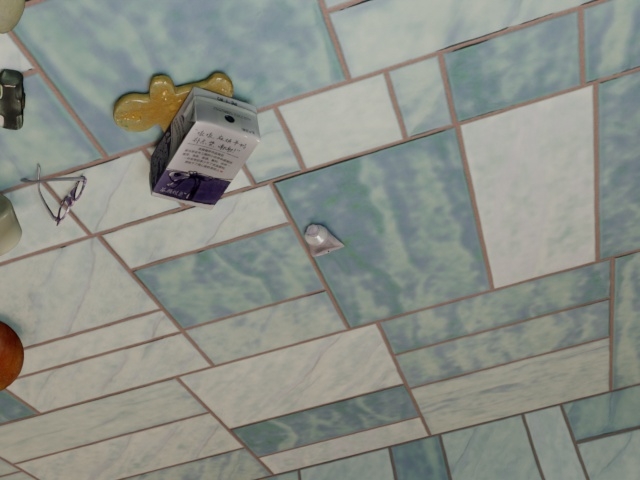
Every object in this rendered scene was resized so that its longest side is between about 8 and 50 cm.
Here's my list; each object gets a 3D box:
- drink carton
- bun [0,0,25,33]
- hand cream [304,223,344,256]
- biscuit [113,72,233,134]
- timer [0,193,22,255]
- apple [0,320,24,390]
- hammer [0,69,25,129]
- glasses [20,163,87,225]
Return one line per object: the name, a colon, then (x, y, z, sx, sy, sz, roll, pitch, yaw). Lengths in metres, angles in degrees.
drink carton: (-0.223, -0.171, 1.490, 0.134, 0.101, 0.222, 15, 138, -29)
bun: (-0.522, -0.395, 1.167, 0.113, 0.167, 0.173, -60, 143, -7)
hand cream: (0.000, 0.000, 1.853, 0.084, 0.053, 0.142, -17, 157, 10)
biscuit: (-0.272, -0.252, 1.474, 0.235, 0.030, 0.153, -10, 142, 0)
timer: (-0.682, -0.110, 1.501, 0.175, 0.175, 0.265, -2, 123, -10)
apple: (-0.836, 0.289, 1.932, 0.201, 0.162, 0.201, -7, 144, -5)
hammer: (-0.707, -0.264, 1.363, 0.366, 0.043, 0.111, 5, 141, -15)
glasses: (-0.546, -0.100, 1.583, 0.104, 0.062, 0.140, 24, 130, -34)
